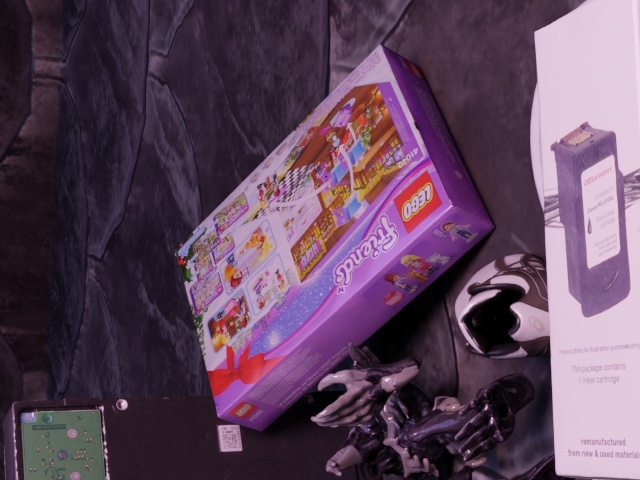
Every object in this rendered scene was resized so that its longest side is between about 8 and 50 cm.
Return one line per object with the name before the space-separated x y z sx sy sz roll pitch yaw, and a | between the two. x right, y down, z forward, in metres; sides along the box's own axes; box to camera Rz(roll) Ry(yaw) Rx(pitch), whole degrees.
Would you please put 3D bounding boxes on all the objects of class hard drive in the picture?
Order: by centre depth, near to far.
hard drive | -0.100 0.254 1.214 0.064 0.339 0.236 133 133 -57

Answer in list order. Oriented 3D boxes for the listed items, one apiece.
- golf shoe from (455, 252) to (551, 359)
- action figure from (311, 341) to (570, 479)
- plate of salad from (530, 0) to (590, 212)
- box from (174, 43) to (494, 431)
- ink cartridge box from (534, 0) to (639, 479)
golf shoe | 0.130 0.046 0.994 0.198 0.094 0.077 174 96 -69
action figure | 0.063 0.163 1.079 0.276 0.141 0.164 -12 100 64
plate of salad | 0.203 -0.063 0.881 0.200 0.048 0.199 17 110 58
box | 0.000 0.000 1.204 0.293 0.057 0.201 -43 44 26
ink cartridge box | 0.209 -0.002 0.702 0.100 0.172 0.237 163 107 -66
